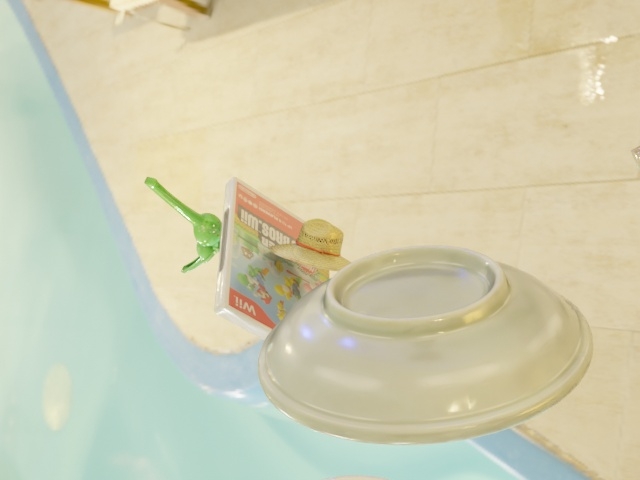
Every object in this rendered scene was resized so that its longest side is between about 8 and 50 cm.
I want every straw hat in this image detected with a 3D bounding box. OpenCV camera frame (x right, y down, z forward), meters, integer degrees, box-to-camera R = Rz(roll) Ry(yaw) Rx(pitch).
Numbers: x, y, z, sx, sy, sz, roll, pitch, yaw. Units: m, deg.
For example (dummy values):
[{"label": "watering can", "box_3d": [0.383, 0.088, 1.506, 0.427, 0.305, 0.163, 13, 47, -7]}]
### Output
[{"label": "straw hat", "box_3d": [0.000, 0.000, 1.350, 0.144, 0.144, 0.061, 28, 106, 53]}]

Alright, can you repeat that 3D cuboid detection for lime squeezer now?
[{"label": "lime squeezer", "box_3d": [-0.214, -0.001, 1.533, 0.310, 0.110, 0.059, 84, -173, -61]}]

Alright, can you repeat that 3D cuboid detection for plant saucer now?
[{"label": "plant saucer", "box_3d": [0.117, 0.090, 1.077, 0.400, 0.400, 0.100, 25, 128, 53]}]

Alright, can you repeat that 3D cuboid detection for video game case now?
[{"label": "video game case", "box_3d": [-0.067, 0.045, 1.383, 0.025, 0.204, 0.285, -41, 32, 30]}]

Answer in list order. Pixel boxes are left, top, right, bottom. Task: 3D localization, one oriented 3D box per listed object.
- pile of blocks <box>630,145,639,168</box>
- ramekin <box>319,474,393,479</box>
[{"label": "pile of blocks", "box_3d": [0.766, -0.216, 1.734, 0.362, 0.149, 0.112, -13, 116, 37]}, {"label": "ramekin", "box_3d": [0.036, 0.280, 0.658, 0.207, 0.109, 0.207, -5, 70, 14]}]
